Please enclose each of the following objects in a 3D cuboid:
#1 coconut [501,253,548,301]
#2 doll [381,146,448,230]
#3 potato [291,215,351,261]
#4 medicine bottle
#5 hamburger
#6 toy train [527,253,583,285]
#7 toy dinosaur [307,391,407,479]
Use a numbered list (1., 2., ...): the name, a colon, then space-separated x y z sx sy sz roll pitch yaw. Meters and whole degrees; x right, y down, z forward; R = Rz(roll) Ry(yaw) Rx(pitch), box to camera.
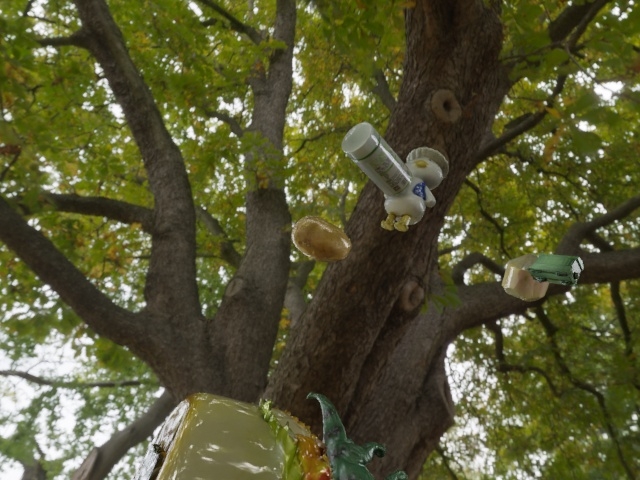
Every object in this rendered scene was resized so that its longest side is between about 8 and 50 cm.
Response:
1. coconut: 0.713 0.120 1.484 0.147 0.147 0.153 9 -70 3
2. doll: 0.248 -0.140 1.125 0.138 0.293 0.119 12 -37 35
3. potato: 0.000 0.000 1.245 0.178 0.109 0.118 27 -40 -5
4. medicine bottle: 0.137 -0.187 1.015 0.086 0.086 0.183 -23 -44 31
5. hamburger: -0.099 0.286 0.395 0.179 0.276 0.294 28 -30 -14
6. toy train: 0.453 0.055 0.829 0.038 0.056 0.093 52 -23 -24
7. toy dinosaur: 0.054 0.334 0.638 0.120 0.292 0.079 15 -64 -15
